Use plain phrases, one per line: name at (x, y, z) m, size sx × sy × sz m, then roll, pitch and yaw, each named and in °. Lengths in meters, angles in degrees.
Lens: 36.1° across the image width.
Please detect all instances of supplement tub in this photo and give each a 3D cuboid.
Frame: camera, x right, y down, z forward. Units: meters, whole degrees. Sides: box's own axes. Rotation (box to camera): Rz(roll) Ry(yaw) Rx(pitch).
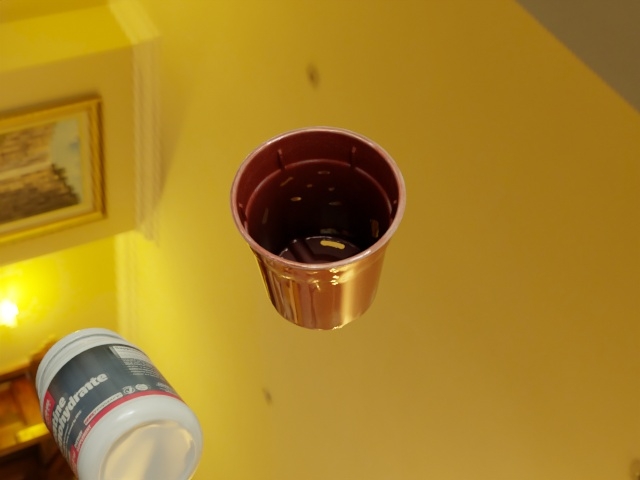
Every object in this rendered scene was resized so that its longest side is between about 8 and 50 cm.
supplement tub at (-0.314, 0.268, 1.502) m, size 0.272 × 0.191 × 0.191 m, roll 36°, pitch -43°, yaw 50°

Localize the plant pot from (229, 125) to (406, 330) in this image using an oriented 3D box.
plant pot at (0.000, 0.000, 1.621) m, size 0.272 × 0.272 × 0.265 m, roll 58°, pitch -15°, yaw 30°
